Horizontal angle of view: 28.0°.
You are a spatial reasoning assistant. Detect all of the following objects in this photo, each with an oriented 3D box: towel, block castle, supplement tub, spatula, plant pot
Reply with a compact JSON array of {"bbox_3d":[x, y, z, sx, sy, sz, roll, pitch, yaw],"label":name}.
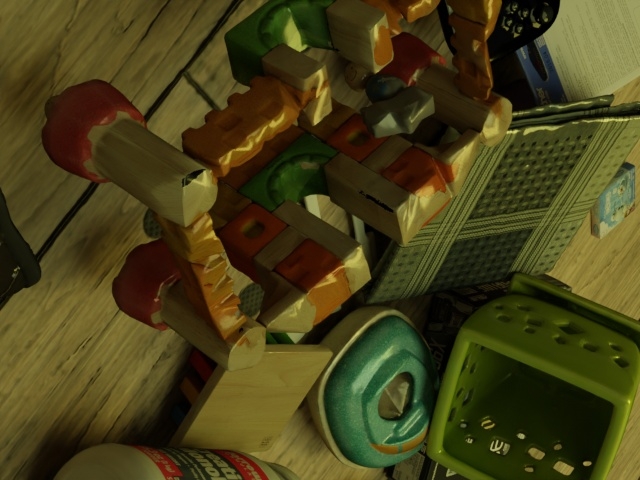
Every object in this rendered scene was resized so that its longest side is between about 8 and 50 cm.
[{"bbox_3d":[0.223,-0.052,1.577,0.312,0.056,0.324,-8,144,-30],"label":"towel"},{"bbox_3d":[-0.029,-0.123,1.242,0.453,0.212,0.303,-42,144,-23],"label":"block castle"},{"bbox_3d":[-0.147,0.317,1.376,0.272,0.191,0.191,14,102,-50],"label":"supplement tub"},{"bbox_3d":[0.000,0.000,1.532,0.168,0.019,0.242,-32,133,-24],"label":"spatula"},{"bbox_3d":[0.290,0.187,1.653,0.207,0.228,0.227,-46,154,-50],"label":"plant pot"}]

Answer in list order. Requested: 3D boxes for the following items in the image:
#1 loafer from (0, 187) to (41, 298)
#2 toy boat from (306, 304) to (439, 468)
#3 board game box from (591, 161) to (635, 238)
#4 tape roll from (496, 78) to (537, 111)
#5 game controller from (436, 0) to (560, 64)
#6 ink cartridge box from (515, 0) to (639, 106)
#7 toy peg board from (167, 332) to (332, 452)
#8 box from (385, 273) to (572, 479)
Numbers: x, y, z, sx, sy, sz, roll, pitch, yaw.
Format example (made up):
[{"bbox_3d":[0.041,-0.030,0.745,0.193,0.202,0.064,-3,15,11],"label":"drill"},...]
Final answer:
[{"bbox_3d":[-0.315,-0.016,1.116,0.078,0.080,0.220,-44,139,-21],"label":"loafer"},{"bbox_3d":[0.045,0.253,1.632,0.318,0.148,0.267,-50,141,-14],"label":"toy boat"},{"bbox_3d":[0.454,-0.062,1.992,0.090,0.020,0.090,-37,136,-26],"label":"board game box"},{"bbox_3d":[0.280,-0.115,1.717,0.189,0.080,0.189,-28,132,-35],"label":"tape roll"},{"bbox_3d":[0.176,-0.353,1.420,0.166,0.067,0.319,-37,123,-30],"label":"game controller"},{"bbox_3d":[0.337,-0.277,1.636,0.311,0.065,0.186,-33,105,-34],"label":"ink cartridge box"},{"bbox_3d":[-0.097,0.165,1.493,0.161,0.079,0.161,6,124,-48],"label":"toy peg board"},{"bbox_3d":[0.231,0.205,1.866,0.242,0.076,0.308,-6,117,-46],"label":"box"}]
